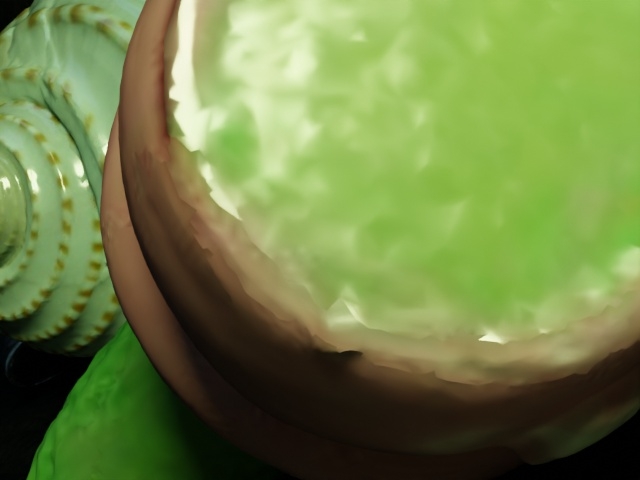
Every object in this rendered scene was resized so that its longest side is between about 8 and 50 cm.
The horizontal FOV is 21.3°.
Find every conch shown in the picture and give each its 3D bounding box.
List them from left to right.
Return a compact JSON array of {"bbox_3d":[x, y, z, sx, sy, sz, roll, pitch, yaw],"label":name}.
[{"bbox_3d":[-0.112,-0.083,1.121,0.303,0.215,0.319,-48,0,35],"label":"conch"}]

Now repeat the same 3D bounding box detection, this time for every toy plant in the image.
[{"bbox_3d":[0.003,0.002,0.620,0.317,0.211,0.356,-39,0,-12],"label":"toy plant"}]

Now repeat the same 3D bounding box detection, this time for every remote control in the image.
[{"bbox_3d":[-0.221,0.050,1.380,0.107,0.044,0.377,-40,12,-7],"label":"remote control"}]
